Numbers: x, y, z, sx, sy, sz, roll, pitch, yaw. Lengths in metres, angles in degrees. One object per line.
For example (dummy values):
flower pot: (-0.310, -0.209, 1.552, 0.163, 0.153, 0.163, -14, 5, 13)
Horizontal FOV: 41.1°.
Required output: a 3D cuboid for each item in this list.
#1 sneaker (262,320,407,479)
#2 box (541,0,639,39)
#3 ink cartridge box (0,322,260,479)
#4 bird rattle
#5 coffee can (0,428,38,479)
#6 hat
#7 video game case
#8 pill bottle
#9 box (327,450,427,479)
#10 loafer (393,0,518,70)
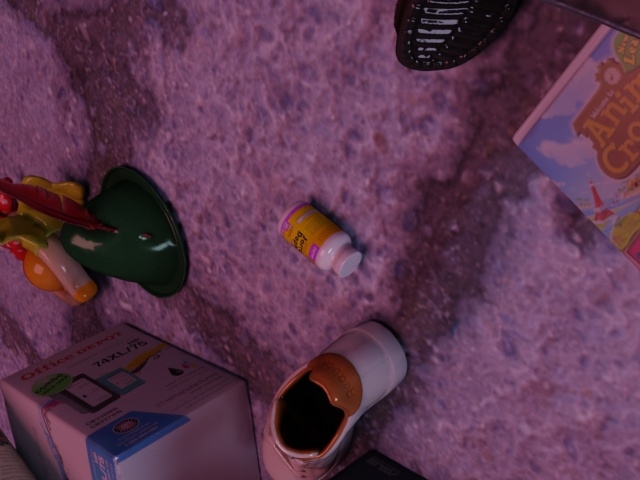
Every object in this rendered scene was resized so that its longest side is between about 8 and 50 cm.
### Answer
sneaker: (-0.024, 0.193, 0.896, 0.106, 0.123, 0.290, 46, 138, 17)
box: (0.180, -0.248, 0.403, 0.143, 0.165, 0.270, 34, 123, 31)
ink cartridge box: (-0.245, 0.262, 1.104, 0.270, 0.198, 0.197, 16, 121, 41)
bird rattle: (-0.412, 0.014, 1.220, 0.254, 0.143, 0.207, -12, 117, 52)
coffee can: (-0.450, 0.337, 1.052, 0.275, 0.202, 0.201, 43, 135, 25)
hat: (-0.298, 0.010, 1.043, 0.208, 0.184, 0.173, 45, 136, 21)
video game case: (0.248, -0.072, 0.547, 0.193, 0.023, 0.212, 50, 138, 17)
pill bottle: (0.000, 0.000, 0.831, 0.083, 0.043, 0.043, 39, 133, 27)
box: (0.075, 0.306, 0.800, 0.233, 0.183, 0.059, 20, 123, 40)
loafer: (0.105, -0.219, 0.599, 0.078, 0.080, 0.220, -105, 26, -42)
